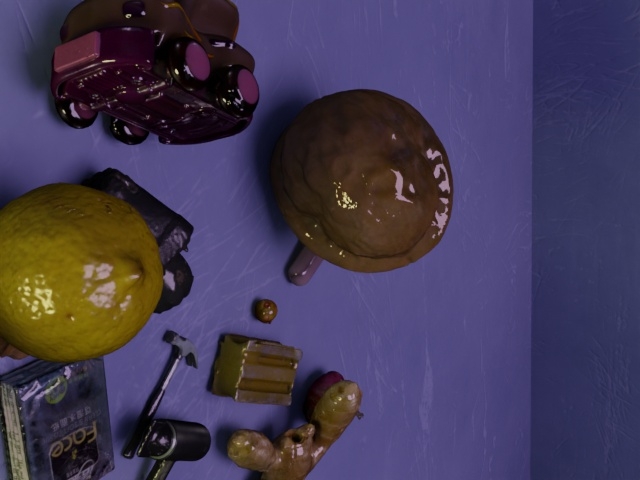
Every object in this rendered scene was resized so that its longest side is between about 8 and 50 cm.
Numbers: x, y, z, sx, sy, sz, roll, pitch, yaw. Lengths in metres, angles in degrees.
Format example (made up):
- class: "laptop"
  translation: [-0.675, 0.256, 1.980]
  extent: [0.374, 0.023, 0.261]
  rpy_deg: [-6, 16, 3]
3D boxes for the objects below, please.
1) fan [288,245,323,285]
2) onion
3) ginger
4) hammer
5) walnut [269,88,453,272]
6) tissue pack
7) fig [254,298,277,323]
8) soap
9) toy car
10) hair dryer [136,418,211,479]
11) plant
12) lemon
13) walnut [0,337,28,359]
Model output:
- class: "fan"
  translation: [0.000, 0.000, 1.925]
  extent: [0.244, 0.074, 0.130]
  rpy_deg: [-55, 152, -24]
- class: "onion"
  translation: [0.041, 0.404, 2.037]
  extent: [0.150, 0.140, 0.150]
  rpy_deg: [-43, 144, -41]
- class: "ginger"
  translation: [-0.059, 0.502, 1.908]
  extent: [0.363, 0.122, 0.348]
  rpy_deg: [-27, 135, -40]
- class: "hammer"
  translation: [-0.306, 0.300, 1.577]
  extent: [0.103, 0.029, 0.246]
  rpy_deg: [46, 62, -51]
- class: "walnut"
  translation: [0.083, -0.132, 1.731]
  extent: [0.384, 0.384, 0.383]
  rpy_deg: [-23, 118, -53]
- class: "tissue pack"
  translation: [-0.425, 0.302, 1.348]
  extent: [0.173, 0.073, 0.235]
  rpy_deg: [-23, 118, -51]
- class: "fig"
  translation: [-0.118, 0.162, 1.813]
  extent: [0.050, 0.050, 0.083]
  rpy_deg: [-57, 163, -31]
- class: "soap"
  translation: [-0.135, 0.280, 1.790]
  extent: [0.233, 0.076, 0.135]
  rpy_deg: [22, 80, -58]
- class: "toy car"
  translation: [-0.250, -0.295, 1.300]
  extent: [0.341, 0.271, 0.240]
  rpy_deg: [20, 64, -57]
- class: "hair dryer"
  translation: [-0.319, 0.449, 1.548]
  extent: [0.248, 0.078, 0.195]
  rpy_deg: [-63, 157, -5]
- class: "plant"
  translation: [-0.304, 0.003, 1.373]
  extent: [0.142, 0.164, 0.256]
  rpy_deg: [-51, 127, -37]
- class: "lemon"
  translation: [-0.346, 0.044, 1.143]
  extent: [0.267, 0.267, 0.267]
  rpy_deg: [-23, 118, -53]
- class: "walnut"
  translation: [-0.456, 0.134, 1.249]
  extent: [0.079, 0.082, 0.096]
  rpy_deg: [34, 61, -22]
